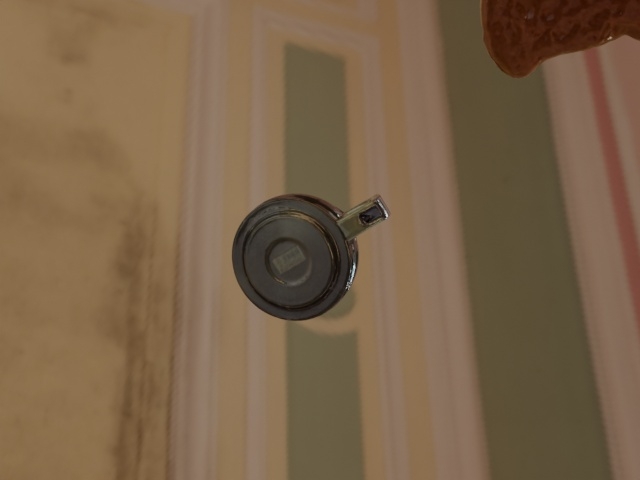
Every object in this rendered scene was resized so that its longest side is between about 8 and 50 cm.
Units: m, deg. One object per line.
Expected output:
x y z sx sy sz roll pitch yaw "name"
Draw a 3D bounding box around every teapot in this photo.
0.000 0.000 0.853 0.066 0.088 0.057 59 -160 -3 "teapot"

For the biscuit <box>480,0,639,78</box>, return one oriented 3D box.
0.097 -0.162 0.646 0.280 0.183 0.043 38 -154 -6 "biscuit"
